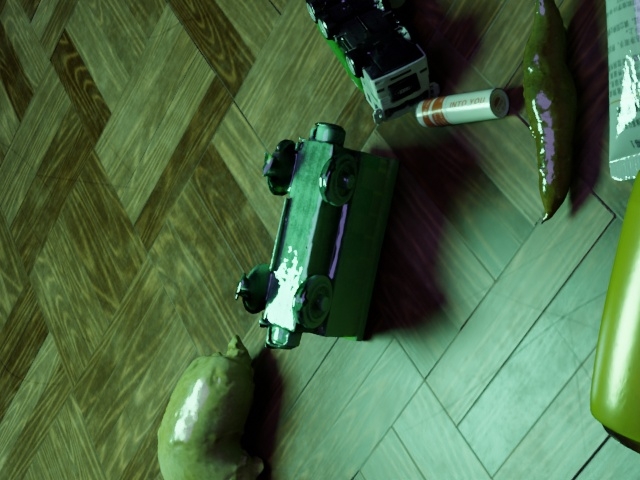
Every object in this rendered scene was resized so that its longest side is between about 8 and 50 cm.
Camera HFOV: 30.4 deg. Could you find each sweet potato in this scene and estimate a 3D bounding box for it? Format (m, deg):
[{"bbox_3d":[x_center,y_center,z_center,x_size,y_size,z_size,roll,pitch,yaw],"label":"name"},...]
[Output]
[{"bbox_3d":[0.267,-0.156,1.375,0.067,0.067,0.274,-12,73,49],"label":"sweet potato"}]

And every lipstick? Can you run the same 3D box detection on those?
[{"bbox_3d":[0.179,-0.168,1.503,0.130,0.038,0.038,-3,79,51],"label":"lipstick"}]

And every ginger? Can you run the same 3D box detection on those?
[{"bbox_3d":[-0.163,0.272,1.745,0.138,0.152,0.267,151,121,-78],"label":"ginger"}]

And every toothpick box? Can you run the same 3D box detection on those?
[{"bbox_3d":[0.355,0.071,1.122,0.175,0.175,0.271,24,103,51],"label":"toothpick box"}]

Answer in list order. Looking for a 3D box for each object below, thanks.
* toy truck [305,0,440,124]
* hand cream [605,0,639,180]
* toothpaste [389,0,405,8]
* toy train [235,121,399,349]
[{"bbox_3d":[0.065,-0.266,1.610,0.101,0.125,0.242,-25,49,-6],"label":"toy truck"},{"bbox_3d":[0.359,-0.226,1.261,0.139,0.089,0.314,-8,79,51],"label":"hand cream"},{"bbox_3d":[0.066,-0.446,1.710,0.075,0.048,0.301,-56,40,42],"label":"toothpaste"},{"bbox_3d":[0.000,0.000,1.558,0.120,0.202,0.301,12,90,28],"label":"toy train"}]
